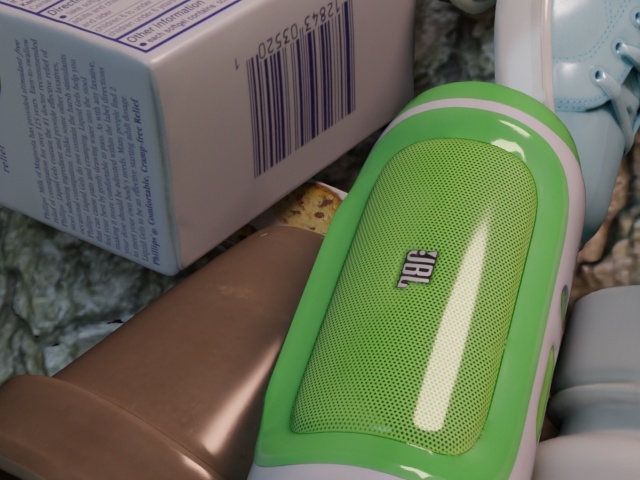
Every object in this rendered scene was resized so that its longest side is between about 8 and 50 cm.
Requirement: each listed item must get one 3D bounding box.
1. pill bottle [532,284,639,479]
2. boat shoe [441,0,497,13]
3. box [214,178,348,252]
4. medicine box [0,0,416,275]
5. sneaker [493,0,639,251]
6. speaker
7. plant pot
[{"bbox_3d":[0.168,0.218,0.685,0.204,0.204,0.361,8,71,25],"label":"pill bottle"},{"bbox_3d":[0.124,-0.291,0.990,0.091,0.109,0.305,13,67,27],"label":"boat shoe"},{"bbox_3d":[0.000,0.000,0.933,0.324,0.063,0.067,25,79,29],"label":"box"},{"bbox_3d":[-0.124,-0.139,0.925,0.289,0.149,0.263,21,40,30],"label":"medicine box"},{"bbox_3d":[0.204,-0.161,0.882,0.150,0.135,0.366,2,69,26],"label":"sneaker"},{"bbox_3d":[0.053,0.054,0.696,0.131,0.131,0.296,0,45,22],"label":"speaker"},{"bbox_3d":[-0.046,0.122,0.816,0.263,0.263,0.229,23,59,29],"label":"plant pot"}]
